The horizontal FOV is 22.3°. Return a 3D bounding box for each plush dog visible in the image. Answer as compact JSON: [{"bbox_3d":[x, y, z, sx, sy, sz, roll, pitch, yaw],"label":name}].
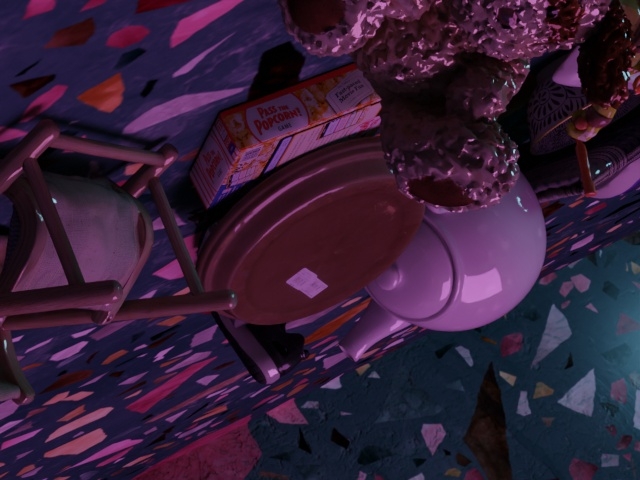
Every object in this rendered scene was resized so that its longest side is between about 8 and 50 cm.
[{"bbox_3d":[0.126,-0.185,1.259,0.225,0.262,0.210,-23,-155,28],"label":"plush dog"}]

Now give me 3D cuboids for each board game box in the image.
[{"bbox_3d":[-0.021,-0.107,1.589,0.193,0.045,0.147,-22,167,-24],"label":"board game box"}]

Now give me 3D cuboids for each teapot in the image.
[{"bbox_3d":[0.129,0.003,1.900,0.252,0.256,0.187,-2,-161,41],"label":"teapot"}]

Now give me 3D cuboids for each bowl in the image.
[{"bbox_3d":[0.307,-0.177,1.940,0.170,0.080,0.170,-27,168,-6],"label":"bowl"}]

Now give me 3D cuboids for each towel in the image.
[{"bbox_3d":[0.296,-0.087,2.062,0.324,0.056,0.312,-17,-168,47],"label":"towel"}]

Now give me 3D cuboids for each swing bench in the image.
[{"bbox_3d":[-0.251,0.031,1.398,0.255,0.165,0.253,-25,170,16],"label":"swing bench"}]

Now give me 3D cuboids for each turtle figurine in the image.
[{"bbox_3d":[0.258,-0.190,1.479,0.087,0.269,0.217,7,164,32],"label":"turtle figurine"}]

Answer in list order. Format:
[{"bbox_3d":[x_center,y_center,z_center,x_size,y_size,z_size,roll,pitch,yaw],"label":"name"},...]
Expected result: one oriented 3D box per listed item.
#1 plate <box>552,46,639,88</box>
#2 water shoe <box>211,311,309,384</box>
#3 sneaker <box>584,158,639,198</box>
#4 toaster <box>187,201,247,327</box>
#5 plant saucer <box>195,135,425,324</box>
[{"bbox_3d":[0.405,-0.253,1.733,0.277,0.045,0.278,-2,138,-54],"label":"plate"},{"bbox_3d":[-0.079,0.093,1.962,0.080,0.203,0.073,-26,139,-11],"label":"water shoe"},{"bbox_3d":[0.516,-0.118,2.267,0.236,0.130,0.323,10,164,-18],"label":"sneaker"},{"bbox_3d":[-0.054,0.008,1.854,0.186,0.110,0.168,-24,167,-16],"label":"toaster"},{"bbox_3d":[0.000,0.000,1.696,0.278,0.041,0.278,-25,152,-14],"label":"plant saucer"}]
